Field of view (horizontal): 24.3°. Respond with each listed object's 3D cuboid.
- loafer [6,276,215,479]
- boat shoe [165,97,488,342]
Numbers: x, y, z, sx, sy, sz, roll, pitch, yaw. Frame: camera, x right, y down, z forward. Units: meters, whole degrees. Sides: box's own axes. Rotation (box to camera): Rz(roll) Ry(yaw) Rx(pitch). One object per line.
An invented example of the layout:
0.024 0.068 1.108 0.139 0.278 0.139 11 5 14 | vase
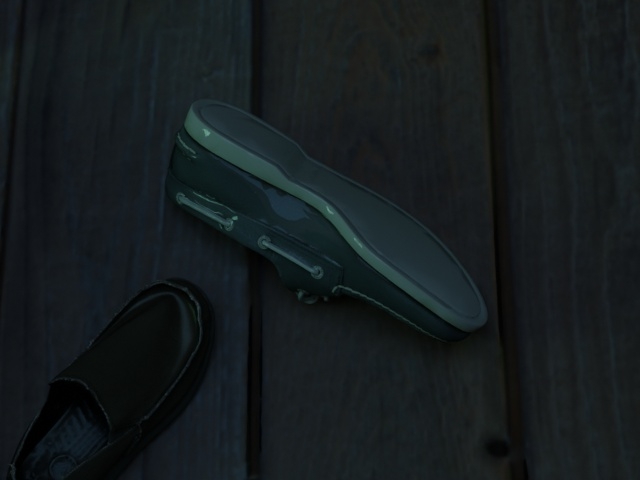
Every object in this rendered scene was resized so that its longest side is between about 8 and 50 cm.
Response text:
-0.173 0.133 1.239 0.094 0.087 0.251 29 70 12 | loafer
0.000 0.000 1.308 0.319 0.116 0.099 35 115 7 | boat shoe
